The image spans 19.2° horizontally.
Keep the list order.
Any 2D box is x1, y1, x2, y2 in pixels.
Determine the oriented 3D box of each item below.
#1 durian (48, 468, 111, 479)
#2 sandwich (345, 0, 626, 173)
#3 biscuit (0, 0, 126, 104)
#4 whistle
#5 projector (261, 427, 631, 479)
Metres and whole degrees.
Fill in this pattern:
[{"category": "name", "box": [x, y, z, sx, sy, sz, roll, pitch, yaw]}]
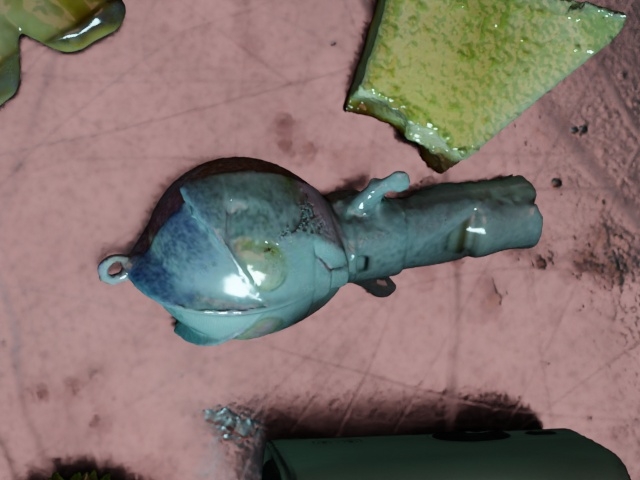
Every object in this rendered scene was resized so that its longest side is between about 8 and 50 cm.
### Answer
[{"category": "durian", "box": [-0.187, 0.289, 1.408, 0.237, 0.176, 0.200, -36, 116, -15]}, {"category": "sandwich", "box": [0.126, -0.128, 1.483, 0.193, 0.058, 0.162, 14, 92, -9]}, {"category": "biscuit", "box": [-0.267, -0.211, 1.437, 0.164, 0.047, 0.208, -34, 96, -5]}, {"category": "whistle", "box": [0.000, -0.001, 1.440, 0.346, 0.134, 0.142, -9, 109, -17]}, {"category": "projector", "box": [0.086, 0.274, 1.393, 0.249, 0.248, 0.248, -2, 92, -7]}]
